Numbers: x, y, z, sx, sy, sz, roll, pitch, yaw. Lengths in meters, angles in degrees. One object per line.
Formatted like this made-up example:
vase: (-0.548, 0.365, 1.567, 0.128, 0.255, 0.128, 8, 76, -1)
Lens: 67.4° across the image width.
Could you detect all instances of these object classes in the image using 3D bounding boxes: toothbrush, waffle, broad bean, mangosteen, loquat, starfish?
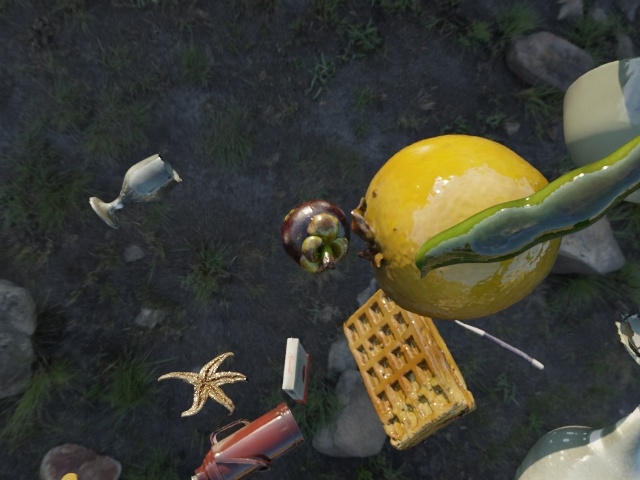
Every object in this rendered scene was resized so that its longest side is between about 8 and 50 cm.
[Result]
toothbrush: (0.446, 0.255, 1.254, 0.288, 0.024, 0.026, 29, 97, 13)
waffle: (0.189, 0.277, 1.092, 0.098, 0.224, 0.327, 11, 44, -38)
broad bean: (0.221, -0.031, 0.453, 0.298, 0.043, 0.060, -30, 90, 23)
mangosteen: (0.000, 0.000, 1.248, 0.192, 0.217, 0.192, -14, 126, -20)
loquat: (0.178, -0.017, 0.678, 0.275, 0.275, 0.274, 1, 87, -11)
starfish: (-0.315, 0.388, 1.309, 0.238, 0.213, 0.056, 10, 129, -1)

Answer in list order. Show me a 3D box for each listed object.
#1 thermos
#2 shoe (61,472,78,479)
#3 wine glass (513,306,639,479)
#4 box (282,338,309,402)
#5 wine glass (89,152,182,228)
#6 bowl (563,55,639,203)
thermos: (-0.156, 0.431, 0.991, 0.232, 0.099, 0.124, -26, 57, -14)
shoe: (-0.400, 0.407, 0.753, 0.109, 0.069, 0.072, -12, 77, 3)
wine glass: (0.298, 0.230, 0.490, 0.144, 0.143, 0.321, 11, 121, -10)
box: (-0.065, 0.375, 1.361, 0.035, 0.245, 0.138, 0, 62, 8)
wine glass: (-0.534, -0.145, 1.393, 0.241, 0.126, 0.126, -37, 94, 0)
bowl: (0.527, -0.148, 0.768, 0.289, 0.289, 0.146, 23, 79, -9)
